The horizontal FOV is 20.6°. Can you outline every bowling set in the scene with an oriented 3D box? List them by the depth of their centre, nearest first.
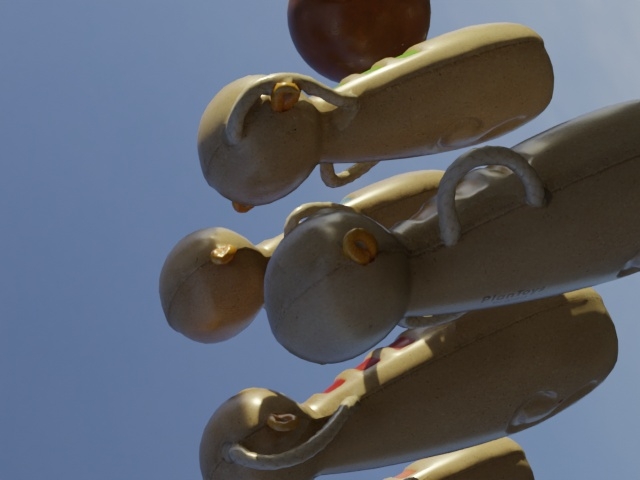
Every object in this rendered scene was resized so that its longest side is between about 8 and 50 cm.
[{"bbox_3d":[0.000,0.000,0.614,0.200,0.154,0.287,59,153,27],"label":"bowling set"}]
